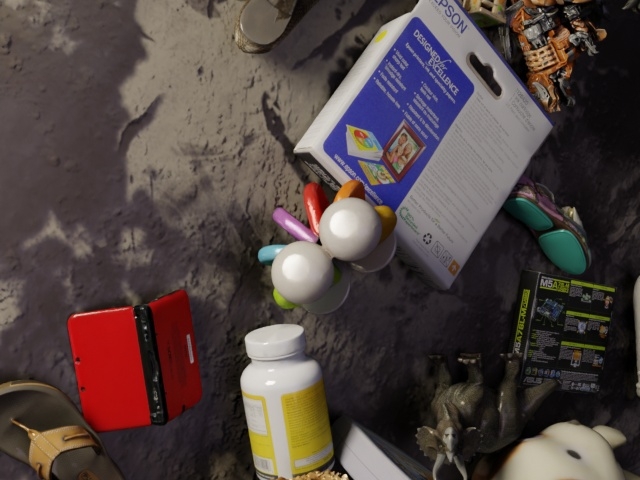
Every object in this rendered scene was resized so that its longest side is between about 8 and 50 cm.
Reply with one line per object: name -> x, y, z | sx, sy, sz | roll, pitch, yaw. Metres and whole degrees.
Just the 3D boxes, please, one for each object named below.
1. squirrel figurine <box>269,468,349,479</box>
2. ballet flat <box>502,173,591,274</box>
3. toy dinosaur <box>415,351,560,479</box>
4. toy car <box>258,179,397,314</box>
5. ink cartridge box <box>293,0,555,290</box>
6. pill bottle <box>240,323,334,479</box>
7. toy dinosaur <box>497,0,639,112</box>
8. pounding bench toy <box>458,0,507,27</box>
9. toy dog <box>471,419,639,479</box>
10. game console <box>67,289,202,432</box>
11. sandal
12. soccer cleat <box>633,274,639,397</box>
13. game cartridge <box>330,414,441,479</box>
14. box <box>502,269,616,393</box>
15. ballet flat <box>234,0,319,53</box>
squirrel figurine -> -0.094, 0.438, 0.957 | 0.370, 0.281, 0.397 | 43, 70, -16
ballet flat -> 0.358, -0.035, 1.289 | 0.221, 0.077, 0.079 | 39, 55, -29
toy dinosaur -> 0.232, 0.244, 1.201 | 0.313, 0.121, 0.160 | 5, 84, -47
toy car -> 0.000, 0.000, 1.025 | 0.182, 0.159, 0.136 | -42, 73, 4
ink cartridge box -> 0.154, -0.143, 1.147 | 0.303, 0.072, 0.307 | 43, 70, -27
pill bottle -> -0.043, 0.203, 1.032 | 0.103, 0.103, 0.184 | -14, 103, -31
toy dinosaur -> 0.359, -0.359, 1.213 | 0.218, 0.164, 0.322 | -13, 124, -15
pounding bench toy -> 0.224, -0.350, 1.176 | 0.083, 0.052, 0.065 | 14, 87, -33
toy dog -> 0.404, 0.452, 1.267 | 0.395, 0.284, 0.408 | -41, 113, -10
game console -> -0.213, 0.139, 0.972 | 0.124, 0.085, 0.144 | -25, 112, -61
sandal -> -0.284, 0.238, 0.904 | 0.090, 0.060, 0.219 | -37, 115, -16
soccer cleat -> 0.603, 0.214, 1.436 | 0.143, 0.116, 0.331 | -35, 112, -25
game cartridge -> 0.126, 0.326, 1.037 | 0.062, 0.297, 0.198 | -50, 120, -5
box -> 0.389, 0.150, 1.338 | 0.190, 0.045, 0.184 | 10, 87, -32
ballet flat -> -0.024, -0.318, 1.027 | 0.084, 0.058, 0.250 | 39, 67, -7
